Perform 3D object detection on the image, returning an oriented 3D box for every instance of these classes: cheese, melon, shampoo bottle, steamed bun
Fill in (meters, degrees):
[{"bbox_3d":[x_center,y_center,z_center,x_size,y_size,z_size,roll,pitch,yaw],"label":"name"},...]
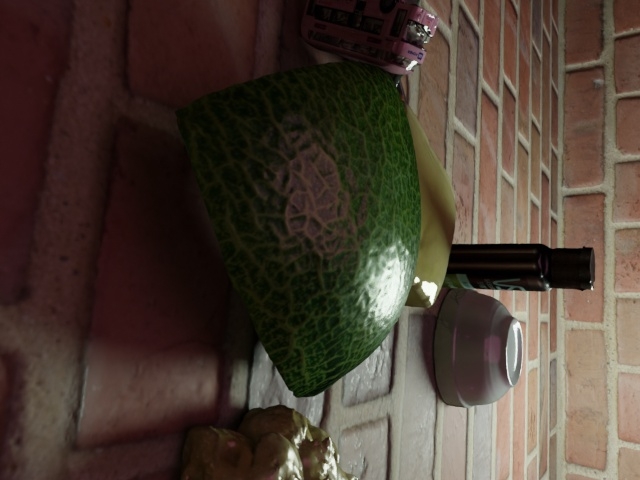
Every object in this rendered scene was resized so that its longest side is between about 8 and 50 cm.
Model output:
[{"bbox_3d":[0.125,-0.051,0.798,0.265,0.124,0.242,46,56,-44],"label":"cheese"},{"bbox_3d":[0.000,0.000,0.553,0.331,0.226,0.343,-34,106,-53],"label":"melon"},{"bbox_3d":[0.326,0.051,0.903,0.129,0.323,0.084,41,57,-48],"label":"shampoo bottle"},{"bbox_3d":[-0.053,0.326,0.520,0.292,0.137,0.295,-34,118,-47],"label":"steamed bun"}]

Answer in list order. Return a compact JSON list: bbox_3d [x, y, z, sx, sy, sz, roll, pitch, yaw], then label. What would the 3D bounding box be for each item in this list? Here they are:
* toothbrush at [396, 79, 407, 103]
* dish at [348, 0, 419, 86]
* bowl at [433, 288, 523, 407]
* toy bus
[{"bbox_3d":[0.161,-0.247,0.938,0.031,0.023,0.320,-37,118,-41],"label":"toothbrush"},{"bbox_3d":[0.080,-0.322,0.727,0.078,0.224,0.245,13,53,-12],"label":"dish"},{"bbox_3d":[0.386,0.256,1.143,0.287,0.144,0.286,3,86,-54],"label":"bowl"},{"bbox_3d":[0.056,-0.281,0.635,0.063,0.203,0.090,-1,117,-44],"label":"toy bus"}]
